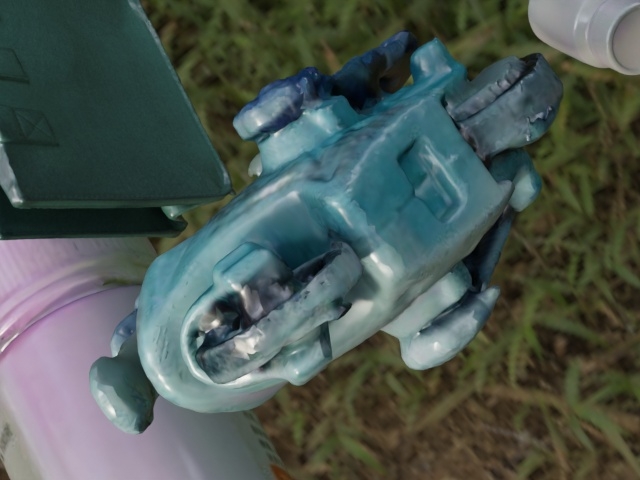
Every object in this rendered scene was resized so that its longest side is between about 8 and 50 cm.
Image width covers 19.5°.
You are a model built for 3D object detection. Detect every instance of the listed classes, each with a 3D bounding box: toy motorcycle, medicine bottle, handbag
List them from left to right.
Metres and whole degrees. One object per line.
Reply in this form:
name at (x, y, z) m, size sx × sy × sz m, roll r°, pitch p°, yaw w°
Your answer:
handbag at (-0.229, -0.119, 1.556) m, size 0.100 × 0.274 × 0.268 m, roll -38°, pitch 72°, yaw 31°
medicine bottle at (-0.174, 0.160, 1.618) m, size 0.219 × 0.219 × 0.388 m, roll -35°, pitch 62°, yaw 4°
toy motorcycle at (0.000, 0.000, 0.885) m, size 0.260 × 0.154 × 0.206 m, roll -42°, pitch 11°, yaw -38°
medicine bottle at (0.165, -0.130, 1.102) m, size 0.052 × 0.052 × 0.089 m, roll -45°, pitch 32°, yaw -3°
